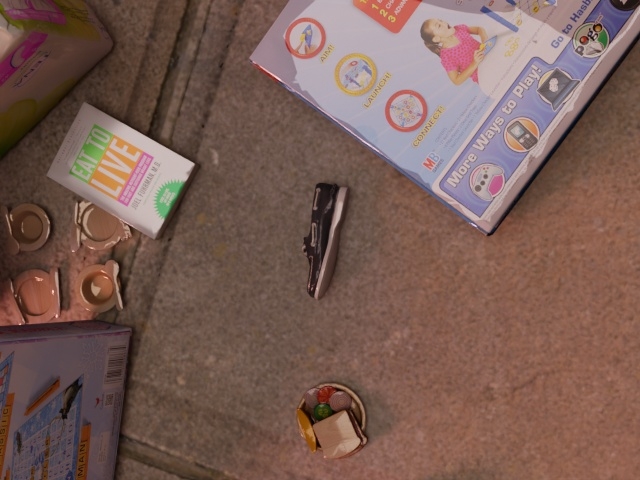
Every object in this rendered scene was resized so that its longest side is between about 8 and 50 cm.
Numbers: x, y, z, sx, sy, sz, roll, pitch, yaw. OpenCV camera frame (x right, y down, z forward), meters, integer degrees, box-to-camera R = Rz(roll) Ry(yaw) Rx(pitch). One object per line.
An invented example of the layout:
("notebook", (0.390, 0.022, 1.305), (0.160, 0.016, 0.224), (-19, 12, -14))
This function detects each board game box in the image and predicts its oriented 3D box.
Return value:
("board game box", (-0.334, 0.246, 1.173), (0.066, 0.318, 0.318), (9, 93, 30))
("board game box", (0.140, -0.214, 1.163), (0.302, 0.086, 0.308), (38, 96, 9))

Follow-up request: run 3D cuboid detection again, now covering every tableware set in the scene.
("tableware set", (-0.290, 0.021, 1.308), (0.169, 0.020, 0.141), (-8, 90, 13))

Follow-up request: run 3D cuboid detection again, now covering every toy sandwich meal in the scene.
("toy sandwich meal", (0.011, 0.196, 1.241), (0.086, 0.029, 0.085), (0, 92, 13))

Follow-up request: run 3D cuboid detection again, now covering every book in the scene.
("book", (-0.219, -0.077, 1.280), (0.144, 0.035, 0.096), (29, 92, 7))

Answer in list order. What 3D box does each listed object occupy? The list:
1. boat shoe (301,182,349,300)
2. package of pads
("boat shoe", (0.000, 0.000, 1.229), (0.038, 0.046, 0.125), (12, 91, 12))
("package of pads", (-0.351, -0.171, 1.174), (0.229, 0.296, 0.101), (-42, 90, 10))
